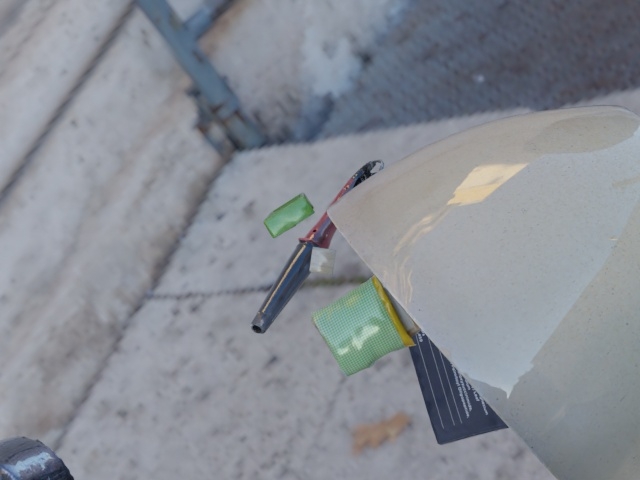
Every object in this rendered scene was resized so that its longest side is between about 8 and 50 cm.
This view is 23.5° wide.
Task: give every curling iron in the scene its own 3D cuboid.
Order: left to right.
[{"bbox_3d":[0.000,0.000,1.657,0.068,0.035,0.274,-23,21,52],"label":"curling iron"}]

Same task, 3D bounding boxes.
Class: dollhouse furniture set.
[{"bbox_3d":[0.016,0.034,1.198,0.076,0.152,0.058,-31,6,5],"label":"dollhouse furniture set"}]

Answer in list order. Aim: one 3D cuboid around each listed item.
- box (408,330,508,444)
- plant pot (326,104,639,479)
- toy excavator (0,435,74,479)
[{"bbox_3d":[0.317,0.078,1.663,0.343,0.179,0.312,-8,-12,-47],"label":"box"},{"bbox_3d":[0.168,0.024,1.007,0.191,0.284,0.284,-41,30,3],"label":"plant pot"},{"bbox_3d":[-0.408,0.256,1.178,0.445,0.433,0.222,-17,4,34],"label":"toy excavator"}]
